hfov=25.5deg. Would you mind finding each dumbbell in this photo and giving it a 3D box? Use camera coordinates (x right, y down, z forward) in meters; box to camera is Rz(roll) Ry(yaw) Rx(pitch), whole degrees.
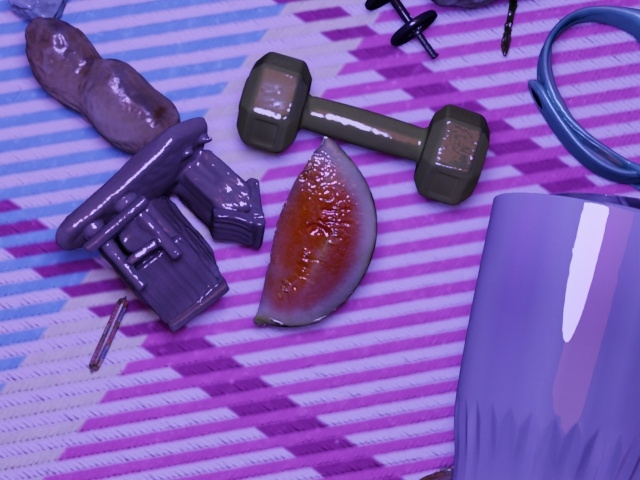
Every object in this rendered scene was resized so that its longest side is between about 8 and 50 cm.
[{"bbox_3d":[0.051,-0.136,1.704,0.302,0.121,0.108,16,52,0],"label":"dumbbell"},{"bbox_3d":[0.100,-0.285,1.747,0.069,0.069,0.147,-33,84,-7],"label":"dumbbell"}]

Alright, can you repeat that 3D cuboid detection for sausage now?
[{"bbox_3d":[-0.255,0.113,1.702,0.015,0.015,0.100,24,82,1],"label":"sausage"}]

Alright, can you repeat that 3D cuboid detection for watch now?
[{"bbox_3d":[0.373,-0.180,1.747,0.195,0.068,0.237,-26,83,-5],"label":"watch"}]

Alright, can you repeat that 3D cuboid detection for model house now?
[{"bbox_3d":[-0.171,-0.010,1.671,0.229,0.122,0.188,-42,88,-10],"label":"model house"}]

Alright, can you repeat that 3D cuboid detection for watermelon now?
[{"bbox_3d":[0.000,0.002,1.673,0.119,0.063,0.245,15,107,-23],"label":"watermelon"}]

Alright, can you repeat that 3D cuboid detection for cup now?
[{"bbox_3d":[0.283,0.131,1.609,0.253,0.253,0.371,15,84,-1],"label":"cup"}]

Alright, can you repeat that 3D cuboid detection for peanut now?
[{"bbox_3d":[-0.267,-0.186,1.701,0.228,0.104,0.085,36,57,6],"label":"peanut"}]

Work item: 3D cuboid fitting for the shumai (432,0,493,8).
[{"bbox_3d":[0.194,-0.464,1.731,0.267,0.262,0.314,10,126,-11],"label":"shumai"}]

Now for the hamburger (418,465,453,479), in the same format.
[{"bbox_3d":[0.116,0.342,1.646,0.087,0.102,0.176,25,82,13],"label":"hamburger"}]

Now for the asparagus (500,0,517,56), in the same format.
[{"bbox_3d":[0.242,-0.309,1.786,0.016,0.016,0.162,12,81,-28],"label":"asparagus"}]

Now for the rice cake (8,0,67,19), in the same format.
[{"bbox_3d":[-0.295,-0.423,1.753,0.066,0.063,0.336,22,80,-8],"label":"rice cake"}]
